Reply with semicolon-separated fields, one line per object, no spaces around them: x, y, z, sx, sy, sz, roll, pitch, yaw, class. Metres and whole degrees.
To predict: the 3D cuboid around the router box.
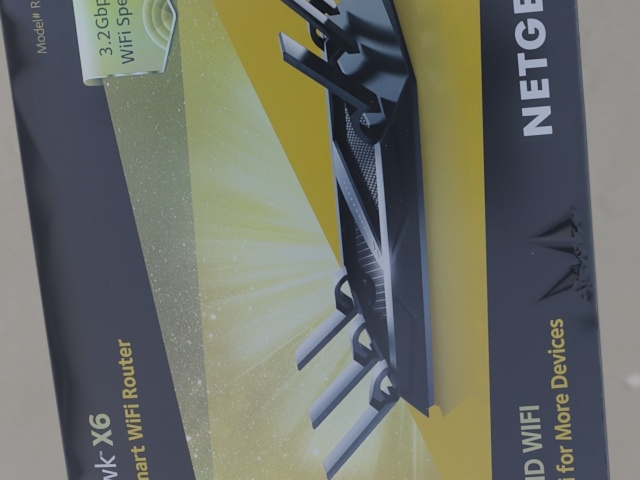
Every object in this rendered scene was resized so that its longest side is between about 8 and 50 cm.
0.000;0.000;0.802;0.243;0.081;0.308;-5;104;9;router box
